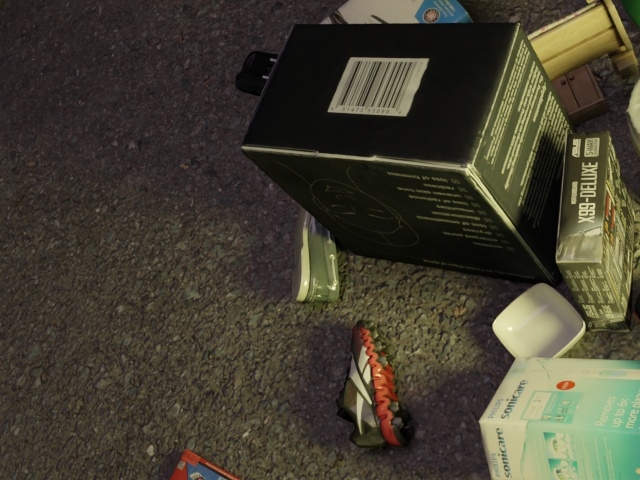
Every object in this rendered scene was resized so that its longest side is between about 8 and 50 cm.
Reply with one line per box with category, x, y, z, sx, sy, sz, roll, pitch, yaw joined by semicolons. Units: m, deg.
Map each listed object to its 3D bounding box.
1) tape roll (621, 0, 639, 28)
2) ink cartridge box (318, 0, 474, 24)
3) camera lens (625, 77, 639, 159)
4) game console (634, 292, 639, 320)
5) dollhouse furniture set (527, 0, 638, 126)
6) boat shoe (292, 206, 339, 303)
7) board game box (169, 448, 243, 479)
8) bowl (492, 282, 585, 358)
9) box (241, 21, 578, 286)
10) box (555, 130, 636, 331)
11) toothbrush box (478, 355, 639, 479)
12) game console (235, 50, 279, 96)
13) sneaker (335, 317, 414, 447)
tape roll;0.742;-0.502;1.849;0.322;0.077;0.321;0;62;1
ink cartridge box;0.142;-0.421;2.197;0.395;0.166;0.285;-37;50;9
camera lens;0.664;-0.173;1.667;0.220;0.274;0.219;-15;57;24
game console;0.717;0.083;1.522;0.387;0.060;0.342;-32;19;10
dollhouse furniture set;0.428;-0.381;1.879;0.303;0.355;0.173;-25;53;18
boat shoe;0.000;0.000;2.115;0.099;0.116;0.319;12;54;-11
board game box;-0.208;0.545;1.957;0.281;0.027;0.145;18;76;37
bowl;0.408;0.165;1.778;0.142;0.053;0.142;-42;51;5
box;0.198;-0.159;1.818;0.480;0.472;0.297;9;68;35
box;0.483;-0.007;1.665;0.077;0.307;0.242;-1;64;26
toothbrush box;0.438;0.297;1.572;0.296;0.126;0.216;-2;23;32
game console;-0.046;-0.366;2.152;0.361;0.044;0.213;21;77;39
sneaker;0.085;0.283;1.879;0.135;0.097;0.276;-23;56;16
